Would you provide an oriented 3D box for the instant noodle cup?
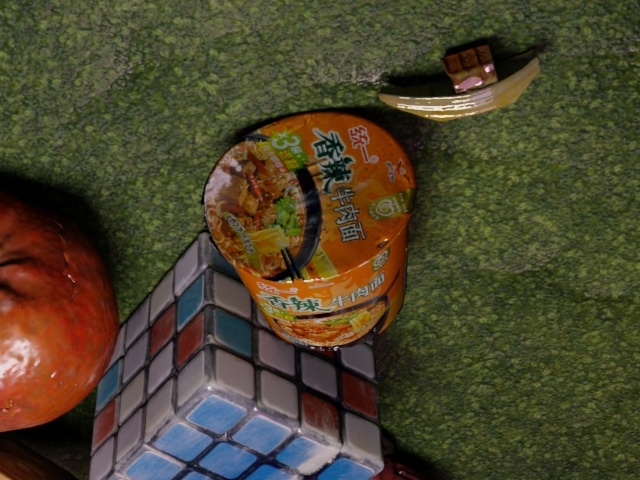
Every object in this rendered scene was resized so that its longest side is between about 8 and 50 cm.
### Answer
[{"bbox_3d":[0.000,0.000,1.676,0.230,0.230,0.182,-8,144,5],"label":"instant noodle cup"}]

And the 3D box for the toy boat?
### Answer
[{"bbox_3d":[0.147,-0.166,1.619,0.172,0.065,0.066,-15,110,11],"label":"toy boat"}]

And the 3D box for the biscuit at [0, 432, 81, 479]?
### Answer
[{"bbox_3d":[-0.371,0.277,1.846,0.385,0.062,0.365,29,173,8],"label":"biscuit"}]

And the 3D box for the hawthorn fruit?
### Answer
[{"bbox_3d":[-0.344,0.093,1.732,0.276,0.276,0.307,-17,156,14],"label":"hawthorn fruit"}]

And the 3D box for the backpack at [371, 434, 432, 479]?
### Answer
[{"bbox_3d":[0.063,0.369,2.064,0.229,0.139,0.229,2,131,2],"label":"backpack"}]

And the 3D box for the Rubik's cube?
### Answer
[{"bbox_3d":[-0.100,0.191,1.815,0.256,0.253,0.259,27,125,-26],"label":"Rubik's cube"}]
